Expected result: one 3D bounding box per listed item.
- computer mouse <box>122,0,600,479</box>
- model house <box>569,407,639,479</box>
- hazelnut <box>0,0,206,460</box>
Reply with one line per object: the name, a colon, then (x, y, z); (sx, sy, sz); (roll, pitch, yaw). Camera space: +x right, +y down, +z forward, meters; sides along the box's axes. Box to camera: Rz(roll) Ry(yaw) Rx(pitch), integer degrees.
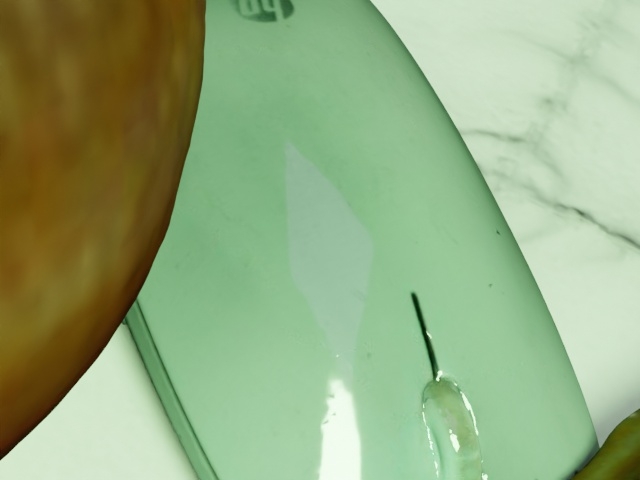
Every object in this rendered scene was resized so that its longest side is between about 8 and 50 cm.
computer mouse: (0.002, -0.004, 0.643); (0.159, 0.097, 0.288); (-11, 57, -29)
model house: (0.167, 0.139, 0.534); (0.239, 0.173, 0.268); (30, 48, 27)
hazelnut: (-0.226, -0.072, 0.474); (0.359, 0.359, 0.409); (46, 44, 18)
